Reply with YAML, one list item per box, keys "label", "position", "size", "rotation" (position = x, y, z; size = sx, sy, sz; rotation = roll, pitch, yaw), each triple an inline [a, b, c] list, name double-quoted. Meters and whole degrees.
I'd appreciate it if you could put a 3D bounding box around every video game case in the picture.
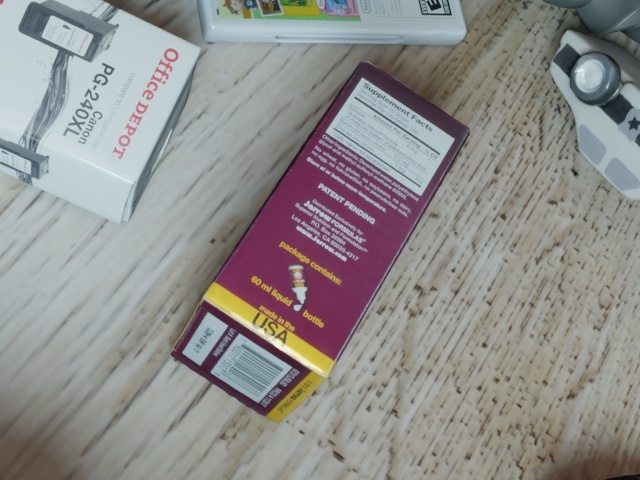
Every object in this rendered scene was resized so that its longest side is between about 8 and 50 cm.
- label: "video game case"
  position: [-0.004, -0.238, 0.798]
  size: [0.193, 0.023, 0.212]
  rotation: [-3, 70, -20]

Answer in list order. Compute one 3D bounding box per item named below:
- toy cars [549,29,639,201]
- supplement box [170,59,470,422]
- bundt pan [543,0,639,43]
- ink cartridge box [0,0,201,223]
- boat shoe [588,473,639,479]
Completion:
- label: "toy cars"
  position: [0.316, -0.005, 0.771]
  size: [0.394, 0.087, 0.176]
  rotation: [32, 26, -2]
- label: "supplement box"
  position: [0.000, 0.000, 0.651]
  size: [0.081, 0.104, 0.188]
  rotation: [33, 61, -3]
- label: "bundt pan"
  position: [0.239, -0.283, 0.837]
  size: [0.331, 0.124, 0.330]
  rotation: [10, 62, -19]
- label: "ink cartridge box"
  position: [-0.160, -0.093, 0.658]
  size: [0.151, 0.063, 0.109]
  rotation: [24, 61, -7]
- label: "boat shoe"
  position: [0.222, 0.278, 0.612]
  size: [0.105, 0.113, 0.306]
  rotation: [-1, 55, -38]
